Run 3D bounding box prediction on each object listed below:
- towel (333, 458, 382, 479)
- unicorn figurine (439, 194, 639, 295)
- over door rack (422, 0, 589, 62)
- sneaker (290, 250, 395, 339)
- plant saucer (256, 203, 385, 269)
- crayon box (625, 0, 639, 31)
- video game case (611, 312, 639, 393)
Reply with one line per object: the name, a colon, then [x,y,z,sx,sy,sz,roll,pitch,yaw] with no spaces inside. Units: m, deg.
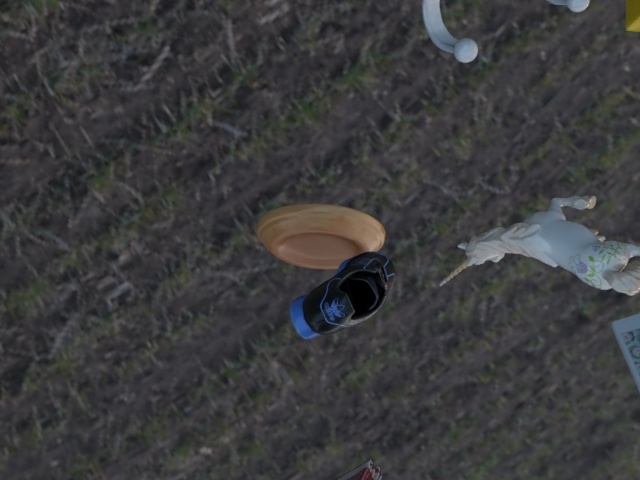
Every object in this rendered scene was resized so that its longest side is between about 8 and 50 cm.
towel: [-0.049,0.405,1.464,0.237,0.037,0.329,-34,-179,19]
unicorn figurine: [0.182,0.005,0.851,0.111,0.162,0.060,-16,108,-37]
over door rack: [0.192,-0.285,0.773,0.239,0.108,0.324,-26,144,-20]
sneaker: [0.056,0.065,1.495,0.090,0.081,0.232,-21,-173,34]
plant saucer: [0.000,0.000,1.763,0.200,0.037,0.200,4,157,2]
crayon box: [0.682,-0.395,1.680,0.363,0.106,0.313,4,165,-9]
video game case: [0.412,0.129,1.248,0.143,0.157,0.019,-19,136,7]
